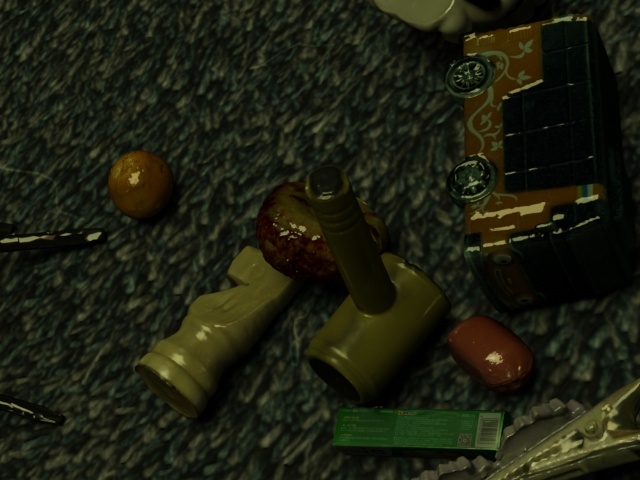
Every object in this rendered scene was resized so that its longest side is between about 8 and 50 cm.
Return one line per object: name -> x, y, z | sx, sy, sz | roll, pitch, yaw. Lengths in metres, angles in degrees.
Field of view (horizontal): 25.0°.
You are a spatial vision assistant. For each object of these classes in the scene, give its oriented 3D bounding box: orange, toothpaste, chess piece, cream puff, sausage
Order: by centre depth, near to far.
sausage -> 0.165, 0.112, 1.399 | 0.054, 0.059, 0.094 | -31, 46, -21
toothpaste -> 0.100, 0.187, 1.403 | 0.178, 0.037, 0.043 | -2, 64, 26
cream puff -> 0.000, 0.000, 1.516 | 0.149, 0.149, 0.084 | 41, 125, 38
chess piece -> -0.102, 0.090, 1.549 | 0.090, 0.090, 0.200 | 25, 64, 36
orange -> -0.210, -0.065, 1.696 | 0.083, 0.070, 0.083 | -23, 45, 26

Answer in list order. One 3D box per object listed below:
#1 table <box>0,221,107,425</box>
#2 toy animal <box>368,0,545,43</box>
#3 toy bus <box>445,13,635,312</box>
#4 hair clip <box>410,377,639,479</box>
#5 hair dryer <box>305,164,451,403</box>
table -> -0.403, 0.045, 1.649 | 0.249, 0.317, 0.317 | 2, 62, 13
toy animal -> 0.167, -0.315, 1.600 | 0.204, 0.156, 0.208 | 28, 93, 33
toy bus -> 0.221, -0.078, 1.439 | 0.167, 0.138, 0.275 | -9, 56, 20
hair clip -> 0.176, 0.218, 1.301 | 0.292, 0.106, 0.085 | -30, 39, 13
hair dryer -> 0.031, 0.036, 1.364 | 0.090, 0.279, 0.135 | 30, 69, 33
